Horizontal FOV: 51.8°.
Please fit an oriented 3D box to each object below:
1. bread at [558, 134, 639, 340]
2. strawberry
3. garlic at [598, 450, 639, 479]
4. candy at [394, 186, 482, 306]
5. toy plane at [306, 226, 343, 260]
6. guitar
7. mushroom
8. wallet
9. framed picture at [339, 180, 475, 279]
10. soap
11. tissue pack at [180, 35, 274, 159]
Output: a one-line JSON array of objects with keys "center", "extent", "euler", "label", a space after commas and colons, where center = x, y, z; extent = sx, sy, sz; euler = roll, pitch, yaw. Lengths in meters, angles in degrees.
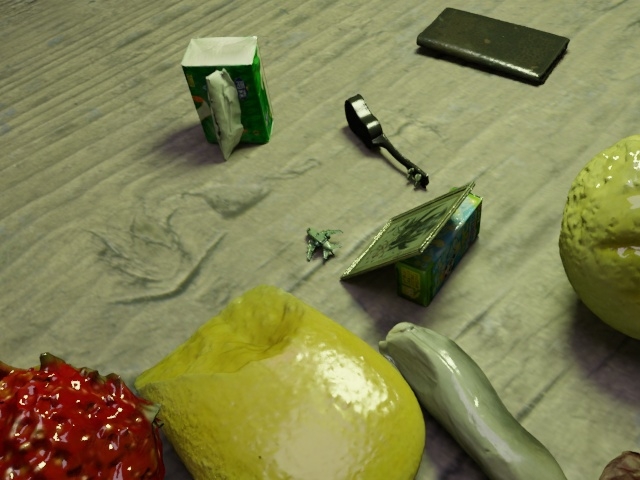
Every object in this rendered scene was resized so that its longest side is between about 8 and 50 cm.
[{"center": [0.509, -0.005, 0.934], "extent": [0.320, 0.321, 0.237], "euler": [12, 24, 18], "label": "bread"}, {"center": [-0.335, 0.319, 0.771], "extent": [0.292, 0.292, 0.344], "euler": [-1, 46, 8], "label": "strawberry"}, {"center": [0.413, 0.335, 0.728], "extent": [0.244, 0.161, 0.245], "euler": [-4, 47, 5], "label": "garlic"}, {"center": [0.199, 0.008, 1.104], "extent": [0.062, 0.097, 0.194], "euler": [24, 55, 28], "label": "candy"}, {"center": [-0.001, -0.002, 1.186], "extent": [0.080, 0.033, 0.083], "euler": [-41, 53, -9], "label": "toy plane"}, {"center": [0.128, -0.193, 1.326], "extent": [0.038, 0.084, 0.271], "euler": [-28, 56, -12], "label": "guitar"}, {"center": [0.211, 0.240, 0.885], "extent": [0.097, 0.109, 0.351], "euler": [-48, 53, 10], "label": "mushroom"}, {"center": [0.400, -0.460, 1.546], "extent": [0.321, 0.044, 0.170], "euler": [26, 57, 25], "label": "wallet"}, {"center": [0.138, -0.011, 1.082], "extent": [0.010, 0.231, 0.173], "euler": [49, 58, -10], "label": "framed picture"}, {"center": [-0.059, 0.229, 0.928], "extent": [0.306, 0.115, 0.427], "euler": [-36, 52, -27], "label": "soap"}, {"center": [-0.189, -0.291, 1.363], "extent": [0.148, 0.209, 0.156], "euler": [0, 50, 8], "label": "tissue pack"}]
